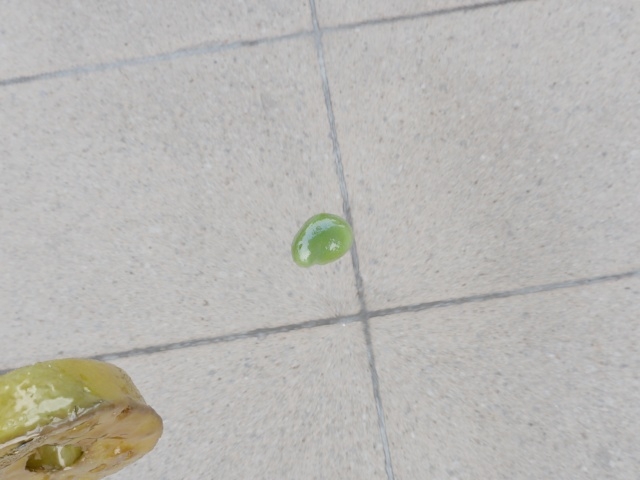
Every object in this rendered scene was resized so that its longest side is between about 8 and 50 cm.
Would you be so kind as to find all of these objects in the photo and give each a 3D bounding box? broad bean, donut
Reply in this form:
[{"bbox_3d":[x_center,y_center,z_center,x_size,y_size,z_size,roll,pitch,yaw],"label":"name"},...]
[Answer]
[{"bbox_3d":[0.000,0.000,0.939,0.083,0.045,0.063,-28,99,-8],"label":"broad bean"},{"bbox_3d":[-0.343,0.239,0.961,0.278,0.277,0.108,-25,66,-1],"label":"donut"}]
